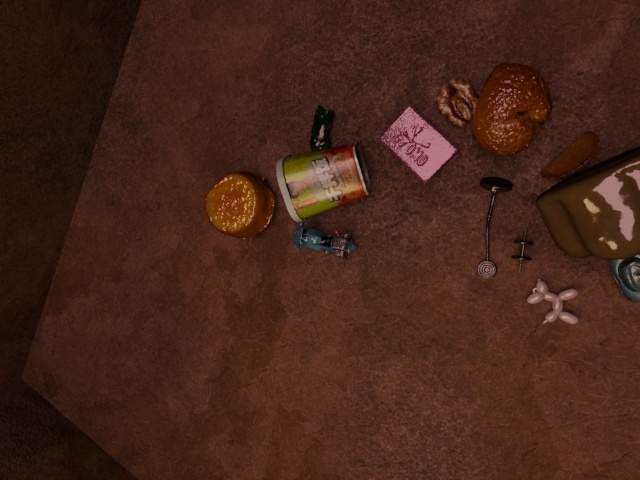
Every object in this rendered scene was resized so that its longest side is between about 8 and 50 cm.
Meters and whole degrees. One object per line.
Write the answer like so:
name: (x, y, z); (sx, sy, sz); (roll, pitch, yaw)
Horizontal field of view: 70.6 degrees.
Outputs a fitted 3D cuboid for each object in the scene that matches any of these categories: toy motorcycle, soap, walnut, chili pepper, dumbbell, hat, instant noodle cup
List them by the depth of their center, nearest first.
hat: (1.037, 0.115, 1.475); (0.138, 0.078, 0.190); (-36, 80, 22)
dumbbell: (0.717, 0.035, 1.605); (0.070, 0.069, 0.146); (7, 95, 22)
walnut: (0.506, -0.505, 1.663); (0.143, 0.069, 0.170); (-29, 84, 20)
soap: (0.374, -0.359, 1.717); (0.181, 0.081, 0.259); (-46, 77, 18)
instant noodle cup: (0.024, -0.241, 1.774); (0.308, 0.294, 0.293); (-14, 87, 14)
toy motorcycle: (0.000, 0.000, 1.836); (0.273, 0.182, 0.123); (10, 84, 20)
chili pepper: (0.003, -0.449, 1.874); (0.098, 0.061, 0.224); (5, 97, 29)

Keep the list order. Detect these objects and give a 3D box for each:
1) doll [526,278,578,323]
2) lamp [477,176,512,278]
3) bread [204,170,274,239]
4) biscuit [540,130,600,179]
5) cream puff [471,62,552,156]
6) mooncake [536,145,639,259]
doll: (0.810, 0.213, 1.583); (0.160, 0.059, 0.160); (-2, 93, 21)
lamp: (0.601, -0.046, 1.627); (0.130, 0.109, 0.370); (15, 99, 24)
bread: (-0.356, -0.151, 1.974); (0.313, 0.172, 0.311); (0, 90, 22)
biscuit: (0.851, -0.273, 1.515); (0.025, 0.126, 0.206); (37, 108, -25)
cream puff: (0.639, -0.423, 1.493); (0.212, 0.303, 0.302); (26, 102, 31)
mooncake: (0.904, -0.121, 1.328); (0.467, 0.467, 0.262); (-25, 90, 21)
